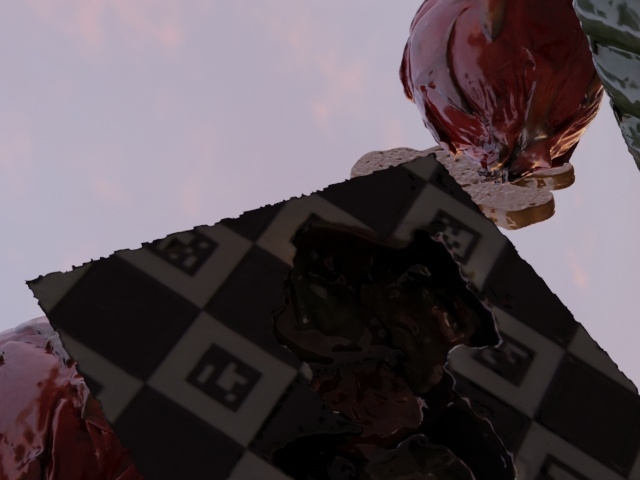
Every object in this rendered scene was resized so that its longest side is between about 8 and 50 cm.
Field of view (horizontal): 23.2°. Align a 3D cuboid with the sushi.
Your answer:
[{"bbox_3d":[0.033,0.107,0.790,0.294,0.059,0.292,-19,-119,-37],"label":"sushi"}]

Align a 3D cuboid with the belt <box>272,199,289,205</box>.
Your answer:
[{"bbox_3d":[0.000,0.000,1.194,0.151,0.121,0.079,-30,-81,-37],"label":"belt"}]

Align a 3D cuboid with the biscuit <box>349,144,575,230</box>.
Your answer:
[{"bbox_3d":[0.146,-0.060,1.658,0.144,0.236,0.040,-45,-46,-54],"label":"biscuit"}]

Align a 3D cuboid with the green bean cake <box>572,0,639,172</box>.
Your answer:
[{"bbox_3d":[0.162,-0.092,0.489,0.181,0.094,0.173,-46,-49,-20],"label":"green bean cake"}]

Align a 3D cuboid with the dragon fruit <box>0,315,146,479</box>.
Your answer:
[{"bbox_3d":[-0.189,0.194,1.254,0.342,0.277,0.277,-37,-61,-67],"label":"dragon fruit"}]

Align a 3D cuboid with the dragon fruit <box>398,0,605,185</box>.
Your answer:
[{"bbox_3d":[0.154,-0.144,1.273,0.172,0.172,0.209,53,-164,-44],"label":"dragon fruit"}]
